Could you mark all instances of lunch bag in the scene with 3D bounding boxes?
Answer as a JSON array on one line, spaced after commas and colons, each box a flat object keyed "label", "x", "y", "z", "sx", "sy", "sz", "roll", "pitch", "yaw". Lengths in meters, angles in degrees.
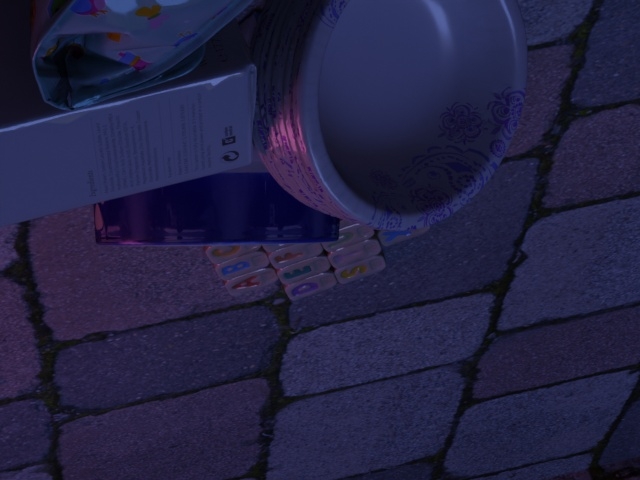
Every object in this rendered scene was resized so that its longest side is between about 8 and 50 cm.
[{"label": "lunch bag", "x": -0.161, "y": -0.256, "z": 1.635, "sx": 0.160, "sy": 0.223, "sz": 0.262, "roll": 10, "pitch": 145, "yaw": -33}]

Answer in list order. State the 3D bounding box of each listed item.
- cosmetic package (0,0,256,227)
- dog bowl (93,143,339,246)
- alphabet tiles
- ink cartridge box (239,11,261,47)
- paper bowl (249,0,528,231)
[{"label": "cosmetic package", "x": -0.271, "y": -0.144, "z": 1.784, "sx": 0.385, "sy": 0.217, "sz": 0.156, "roll": -15, "pitch": 148, "yaw": -13}, {"label": "dog bowl", "x": -0.110, "y": -0.048, "z": 2.101, "sx": 0.264, "sy": 0.104, "sz": 0.265, "roll": -1, "pitch": -178, "yaw": 0}, {"label": "alphabet tiles", "x": 0.000, "y": 0.000, "z": 2.506, "sx": 0.278, "sy": 0.021, "sz": 0.284, "roll": -18, "pitch": 155, "yaw": 3}, {"label": "ink cartridge box", "x": -0.008, "y": -0.165, "z": 2.059, "sx": 0.181, "sy": 0.104, "sz": 0.061, "roll": 9, "pitch": 146, "yaw": -44}, {"label": "paper bowl", "x": 0.050, "y": -0.159, "z": 1.878, "sx": 0.284, "sy": 0.284, "sz": 0.148, "roll": 7, "pitch": -172, "yaw": -41}]
